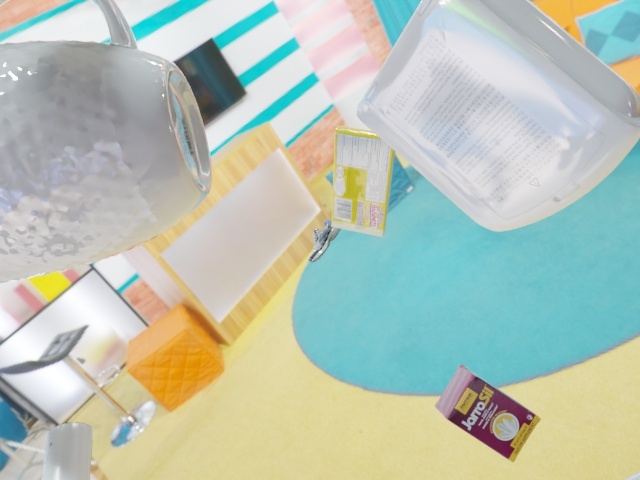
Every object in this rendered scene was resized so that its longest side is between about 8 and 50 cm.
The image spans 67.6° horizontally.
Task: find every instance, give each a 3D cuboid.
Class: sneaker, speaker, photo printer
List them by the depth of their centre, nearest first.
[{"bbox_3d":[-0.308,0.296,0.577,0.055,0.055,0.136,-31,44,8],"label":"speaker"},{"bbox_3d":[0.223,-0.164,0.623,0.107,0.307,0.256,-45,-6,-36],"label":"photo printer"},{"bbox_3d":[0.000,0.000,1.287,0.135,0.058,0.052,-55,-3,-21],"label":"sneaker"}]

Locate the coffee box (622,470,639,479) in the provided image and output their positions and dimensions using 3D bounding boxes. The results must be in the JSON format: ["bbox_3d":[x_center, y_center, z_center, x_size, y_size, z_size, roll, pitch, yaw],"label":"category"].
[{"bbox_3d":[0.398,0.295,0.301,0.337,0.338,0.334,-53,40,27],"label":"coffee box"}]

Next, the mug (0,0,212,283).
[{"bbox_3d":[-0.328,-0.150,0.592,0.328,0.374,0.276,-11,0,1],"label":"mug"}]

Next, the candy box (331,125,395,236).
[{"bbox_3d":[0.075,-0.102,0.866,0.105,0.206,0.027,11,39,12],"label":"candy box"}]

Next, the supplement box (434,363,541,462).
[{"bbox_3d":[0.170,0.176,0.491,0.055,0.083,0.043,-57,4,-2],"label":"supplement box"}]
